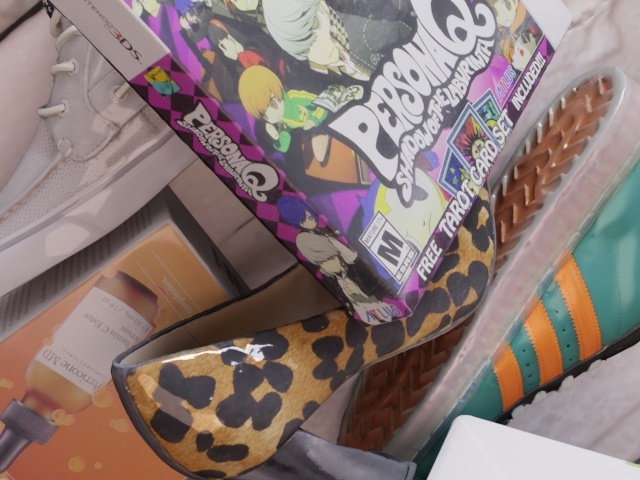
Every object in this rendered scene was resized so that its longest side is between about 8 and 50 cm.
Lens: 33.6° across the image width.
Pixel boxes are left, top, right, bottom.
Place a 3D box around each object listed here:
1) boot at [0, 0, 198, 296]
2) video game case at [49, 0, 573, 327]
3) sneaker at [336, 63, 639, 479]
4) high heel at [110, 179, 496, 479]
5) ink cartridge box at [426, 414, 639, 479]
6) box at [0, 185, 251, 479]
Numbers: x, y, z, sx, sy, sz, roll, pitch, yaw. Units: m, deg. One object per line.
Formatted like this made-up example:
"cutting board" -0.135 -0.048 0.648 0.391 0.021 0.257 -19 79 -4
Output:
"boot" -0.114 -0.086 0.554 0.258 0.095 0.123 -39 106 -6
"video game case" 0.015 -0.112 0.514 0.210 0.042 0.232 47 54 -20
"sneaker" 0.129 0.052 0.636 0.121 0.108 0.302 32 100 -18
"high heel" 0.000 0.000 0.539 0.186 0.093 0.261 29 67 -40
"ink cartridge box" 0.145 0.285 0.618 0.207 0.119 0.353 14 131 18
"box" -0.118 0.071 0.600 0.170 0.091 0.130 -36 113 2
